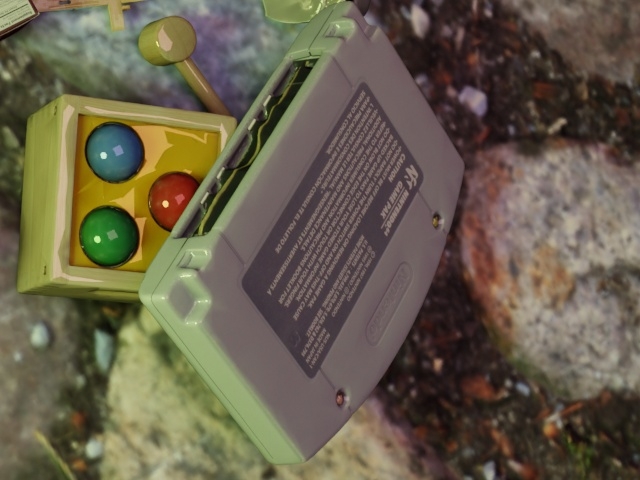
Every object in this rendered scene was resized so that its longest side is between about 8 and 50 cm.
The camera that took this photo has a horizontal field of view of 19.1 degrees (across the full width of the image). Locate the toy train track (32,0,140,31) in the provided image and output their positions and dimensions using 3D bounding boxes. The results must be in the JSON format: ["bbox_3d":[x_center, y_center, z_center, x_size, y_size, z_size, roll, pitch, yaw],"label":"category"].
[{"bbox_3d":[-0.165,-0.170,1.347,0.083,0.014,0.048,-9,94,-20],"label":"toy train track"}]

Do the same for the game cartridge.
[{"bbox_3d":[0.000,0.000,1.321,0.196,0.060,0.294,53,50,-29],"label":"game cartridge"}]

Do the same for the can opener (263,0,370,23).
[{"bbox_3d":[-0.026,-0.297,1.411,0.095,0.076,0.283,-9,86,-58],"label":"can opener"}]

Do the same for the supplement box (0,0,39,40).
[{"bbox_3d":[-0.235,-0.176,1.291,0.043,0.055,0.083,-32,98,-25],"label":"supplement box"}]

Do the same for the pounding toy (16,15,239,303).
[{"bbox_3d":[-0.105,-0.061,1.316,0.181,0.094,0.206,6,81,-24],"label":"pounding toy"}]
